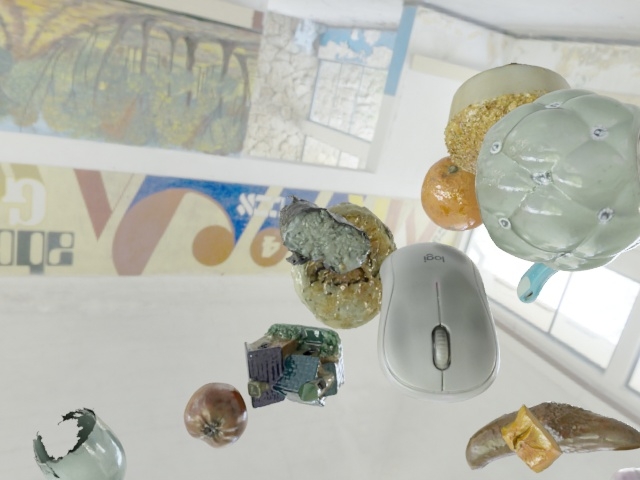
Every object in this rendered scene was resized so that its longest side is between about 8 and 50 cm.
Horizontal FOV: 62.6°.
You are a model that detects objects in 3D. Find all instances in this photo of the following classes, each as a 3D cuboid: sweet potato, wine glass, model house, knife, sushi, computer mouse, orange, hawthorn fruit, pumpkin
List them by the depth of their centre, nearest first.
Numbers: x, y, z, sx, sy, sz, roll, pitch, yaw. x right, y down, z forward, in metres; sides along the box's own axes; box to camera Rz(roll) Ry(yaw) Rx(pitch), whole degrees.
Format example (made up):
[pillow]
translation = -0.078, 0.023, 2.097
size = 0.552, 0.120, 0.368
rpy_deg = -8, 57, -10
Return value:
[computer mouse]
translation = 0.182, 0.104, 0.832
size = 0.184, 0.121, 0.296
rpy_deg = 5, -140, 6
[pumpkin]
translation = 0.366, 0.350, 0.920
size = 0.101, 0.073, 0.035
rpy_deg = 49, -156, 25
[wine glass]
translation = -0.412, 0.463, 0.992
size = 0.144, 0.321, 0.143
rpy_deg = -10, -153, 5
[sweet potato]
translation = 0.444, 0.375, 1.033
size = 0.342, 0.092, 0.114
rpy_deg = -23, -144, 32
[knife]
translation = 0.456, 0.066, 1.070
size = 0.031, 0.222, 0.064
rpy_deg = -3, -120, -9
[sushi]
translation = 0.000, 0.000, 1.185
size = 0.213, 0.147, 0.115
rpy_deg = 20, -174, -25
[hawthorn fruit]
translation = -0.324, 0.532, 1.671
size = 0.200, 0.199, 0.251
rpy_deg = 10, -168, -5
[model house]
translation = -0.108, 0.439, 1.783
size = 0.312, 0.245, 0.280
rpy_deg = 2, -170, 29
[orange]
translation = 0.538, -0.185, 2.030
size = 0.312, 0.312, 0.312
rpy_deg = 11, -163, -3

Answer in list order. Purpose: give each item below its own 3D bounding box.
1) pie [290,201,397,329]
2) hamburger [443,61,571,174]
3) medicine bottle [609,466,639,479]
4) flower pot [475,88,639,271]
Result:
[pie]
translation = 0.072, 0.064, 1.370
size = 0.339, 0.339, 0.077
rpy_deg = 2, 176, -28
[hamburger]
translation = 0.408, -0.240, 1.137
size = 0.276, 0.179, 0.294
rpy_deg = 3, 165, 9
[medicine bottle]
translation = 0.695, 0.530, 0.922
size = 0.302, 0.241, 0.241
rpy_deg = -9, -170, 21
[flower pot]
translation = 0.337, -0.080, 0.710
size = 0.195, 0.246, 0.246
rpy_deg = -5, -178, 43
